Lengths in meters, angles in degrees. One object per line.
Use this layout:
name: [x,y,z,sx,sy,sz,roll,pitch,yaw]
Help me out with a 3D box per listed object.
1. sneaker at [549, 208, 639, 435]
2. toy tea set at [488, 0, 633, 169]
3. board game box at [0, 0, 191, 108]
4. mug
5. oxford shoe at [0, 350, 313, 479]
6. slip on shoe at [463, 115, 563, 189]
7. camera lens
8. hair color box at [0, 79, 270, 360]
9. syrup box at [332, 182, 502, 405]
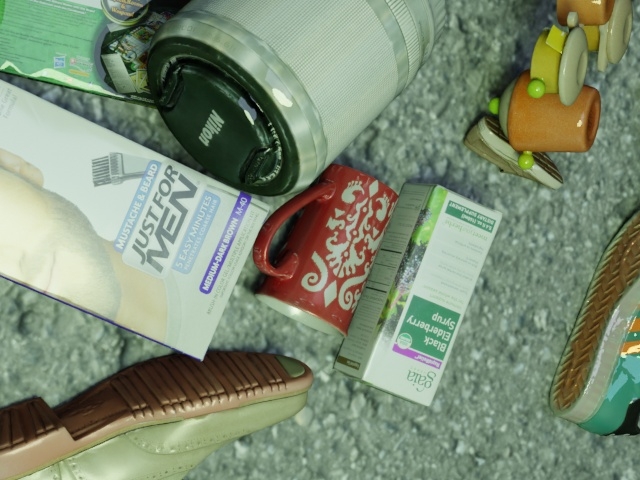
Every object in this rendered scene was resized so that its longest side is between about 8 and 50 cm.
sneaker: [0.389,0.094,1.953,0.121,0.108,0.302,24,94,-21]
toy tea set: [0.276,-0.249,1.863,0.200,0.124,0.336,73,35,-49]
board game box: [-0.221,-0.220,1.734,0.260,0.030,0.136,13,92,-21]
mug: [0.009,0.004,1.782,0.113,0.150,0.169,22,80,18]
oxford shoe: [-0.192,0.223,1.734,0.397,0.140,0.146,-14,109,-11]
slip on shoe: [0.228,-0.096,1.908,0.135,0.051,0.041,29,123,-28]
camera lens: [-0.027,-0.196,1.682,0.274,0.219,0.219,-46,108,-29]
hair color box: [-0.245,-0.024,1.698,0.339,0.110,0.185,24,86,-19]
syrup box: [0.110,0.060,1.844,0.093,0.096,0.237,23,85,-21]
